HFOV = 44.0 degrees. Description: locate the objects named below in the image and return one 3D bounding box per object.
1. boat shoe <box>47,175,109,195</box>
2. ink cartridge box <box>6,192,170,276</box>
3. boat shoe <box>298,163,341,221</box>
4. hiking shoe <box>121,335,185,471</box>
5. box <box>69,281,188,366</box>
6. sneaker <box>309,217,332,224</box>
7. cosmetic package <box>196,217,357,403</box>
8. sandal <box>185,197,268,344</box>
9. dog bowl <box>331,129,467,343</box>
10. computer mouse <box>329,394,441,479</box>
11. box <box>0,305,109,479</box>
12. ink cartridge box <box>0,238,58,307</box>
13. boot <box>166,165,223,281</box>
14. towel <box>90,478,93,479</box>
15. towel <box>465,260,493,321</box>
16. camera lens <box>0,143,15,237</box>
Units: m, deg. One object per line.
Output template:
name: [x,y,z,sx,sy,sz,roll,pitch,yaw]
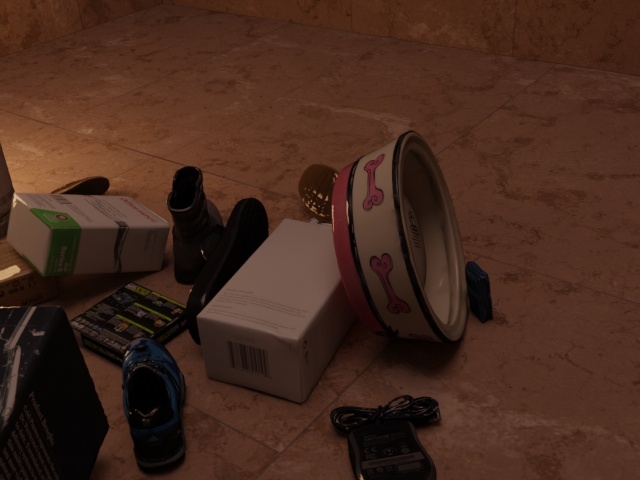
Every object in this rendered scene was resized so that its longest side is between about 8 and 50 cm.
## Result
boat shoe: [-0.659,-0.136,2.136,0.178,0.064,0.060,-26,39,-28]
ink cartridge box: [-0.518,-0.016,1.779,0.289,0.121,0.211,-1,22,-43]
boat shoe: [0.074,-0.083,1.937,0.110,0.121,0.341,23,10,-47]
hiking shoe: [-0.290,0.250,1.381,0.113,0.132,0.304,-12,35,-15]
box: [-0.390,0.169,1.622,0.191,0.045,0.184,18,35,32]
sneaker: [0.000,0.000,1.842,0.076,0.065,0.166,7,34,10]
cosmetic package: [-0.052,0.119,1.561,0.217,0.156,0.385,11,33,23]
sandal: [-0.213,0.044,1.694,0.107,0.167,0.445,-1,31,17]
dog bowl: [0.154,0.005,1.519,0.150,0.408,0.408,-13,27,23]
computer mouse: [0.116,0.347,1.253,0.189,0.072,0.272,-6,19,0]
box: [-0.606,0.349,1.067,0.480,0.297,0.471,-2,35,6]
ink cartridge box: [-0.728,0.089,1.749,0.235,0.088,0.193,-22,34,-26]
boot: [-0.290,-0.079,1.844,0.118,0.222,0.338,-5,31,-6]
towel: [-0.504,0.422,1.229,0.199,0.031,0.275,24,42,35]
towel: [0.314,0.102,1.580,0.029,0.119,0.067,-23,35,-12]
camera lens: [-0.893,-0.149,1.982,0.219,0.274,0.219,-3,31,2]
